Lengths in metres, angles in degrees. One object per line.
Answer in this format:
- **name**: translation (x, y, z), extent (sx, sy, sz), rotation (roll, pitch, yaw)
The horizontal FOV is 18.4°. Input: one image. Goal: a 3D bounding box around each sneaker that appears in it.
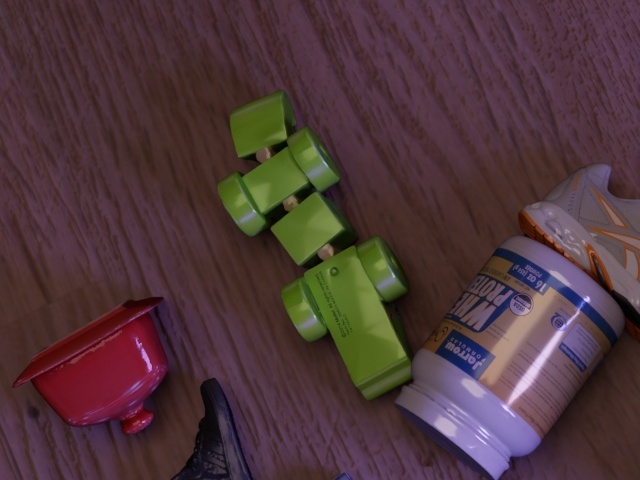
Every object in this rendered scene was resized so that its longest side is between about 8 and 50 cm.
- **sneaker**: translation (-0.116, 0.225, 1.936), extent (0.089, 0.051, 0.170), rotation (-19, 73, 0)
- **sneaker**: translation (0.319, 0.021, 1.895), extent (0.121, 0.099, 0.262), rotation (-44, 71, -9)

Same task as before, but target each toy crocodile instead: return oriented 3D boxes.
- **toy crocodile**: translation (0.000, 0.000, 1.966), extent (0.115, 0.105, 0.340), rotation (-34, 72, 11)

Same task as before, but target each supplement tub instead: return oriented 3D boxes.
- **supplement tub**: translation (0.177, 0.112, 1.864), extent (0.144, 0.144, 0.200), rotation (35, 82, 19)

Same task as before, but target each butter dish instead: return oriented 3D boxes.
- **butter dish**: translation (-0.206, 0.136, 1.948), extent (0.160, 0.160, 0.118), rotation (-29, 93, 1)

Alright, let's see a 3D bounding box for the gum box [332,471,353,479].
- **gum box**: translation (-0.005, 0.338, 1.883), extent (0.184, 0.041, 0.157), rotation (-36, 69, -1)
